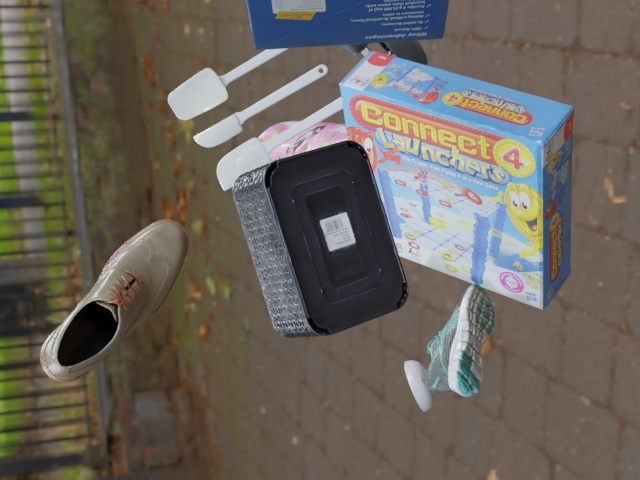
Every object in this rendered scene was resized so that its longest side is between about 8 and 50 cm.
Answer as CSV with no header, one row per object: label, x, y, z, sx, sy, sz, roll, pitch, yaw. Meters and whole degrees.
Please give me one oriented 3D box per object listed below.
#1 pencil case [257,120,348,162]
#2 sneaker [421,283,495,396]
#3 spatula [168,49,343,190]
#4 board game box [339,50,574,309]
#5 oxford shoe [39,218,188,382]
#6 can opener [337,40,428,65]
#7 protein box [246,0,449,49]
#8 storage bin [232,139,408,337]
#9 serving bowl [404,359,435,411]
pencil case,0.038,-0.124,1.961,0.386,0.160,0.167,11,84,52
sneaker,0.168,0.123,1.412,0.076,0.065,0.166,-16,38,38
spatula,-0.084,-0.205,1.660,0.168,0.242,0.019,57,171,2
board game box,0.190,-0.082,1.554,0.308,0.086,0.302,21,142,30
oxford shoe,-0.337,0.102,1.934,0.348,0.123,0.130,-54,10,-18
can opener,0.051,-0.332,1.744,0.093,0.280,0.074,-54,37,3
protein box,0.023,-0.293,1.078,0.201,0.200,0.136,84,-178,-71
storage bin,0.000,0.000,1.148,0.084,0.122,0.180,-11,96,62
serving bowl,0.158,0.222,1.743,0.083,0.027,0.083,-23,-90,-80
